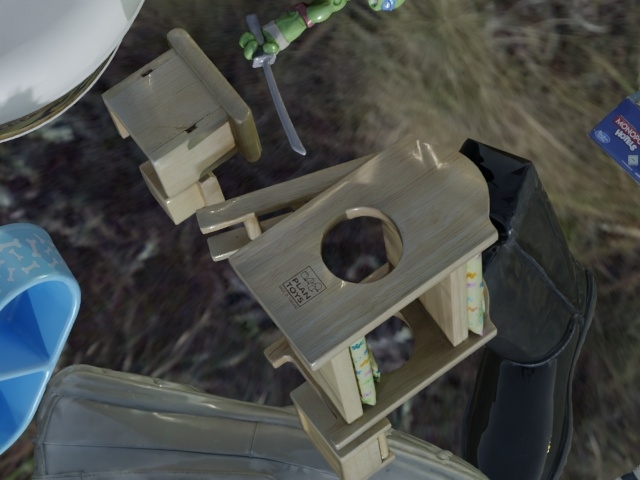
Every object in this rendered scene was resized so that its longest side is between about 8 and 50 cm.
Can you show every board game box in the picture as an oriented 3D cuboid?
[{"bbox_3d":[0.374,-0.091,1.514,0.194,0.194,0.060,43,117,-4],"label":"board game box"}]

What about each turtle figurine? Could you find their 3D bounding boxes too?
[{"bbox_3d":[-0.053,-0.293,1.556,0.266,0.198,0.275,28,66,13],"label":"turtle figurine"}]

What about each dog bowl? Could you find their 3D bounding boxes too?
[{"bbox_3d":[-0.350,0.123,1.544,0.074,0.166,0.297,40,117,25],"label":"dog bowl"}]

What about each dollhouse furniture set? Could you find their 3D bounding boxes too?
[{"bbox_3d":[0.000,0.000,0.670,0.101,0.182,0.161,-35,67,-10],"label":"dollhouse furniture set"}]

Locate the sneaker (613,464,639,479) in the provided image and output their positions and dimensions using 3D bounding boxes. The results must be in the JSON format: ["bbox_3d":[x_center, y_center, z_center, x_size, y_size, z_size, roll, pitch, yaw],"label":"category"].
[{"bbox_3d":[0.326,0.221,1.291,0.131,0.148,0.350,43,137,-17],"label":"sneaker"}]

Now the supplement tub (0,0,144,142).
[{"bbox_3d":[-0.208,-0.166,0.800,0.228,0.316,0.228,0,92,-11],"label":"supplement tub"}]

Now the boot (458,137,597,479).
[{"bbox_3d":[0.215,0.124,1.775,0.146,0.445,0.367,8,75,20],"label":"boot"}]

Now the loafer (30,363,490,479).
[{"bbox_3d":[-0.043,0.164,0.996,0.319,0.112,0.111,10,84,13],"label":"loafer"}]
